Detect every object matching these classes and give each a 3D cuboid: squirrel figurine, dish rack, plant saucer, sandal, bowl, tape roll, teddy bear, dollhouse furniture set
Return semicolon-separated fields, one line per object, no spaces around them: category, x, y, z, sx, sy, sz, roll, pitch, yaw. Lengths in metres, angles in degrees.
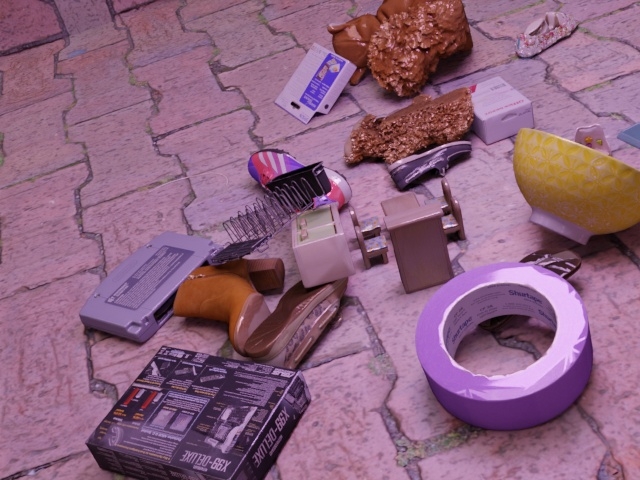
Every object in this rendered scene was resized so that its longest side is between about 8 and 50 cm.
squirrel figurine;0.208;-0.560;2.372;0.370;0.281;0.397;-17;31;12
dish rack;-0.113;-0.050;1.801;0.271;0.074;0.208;-41;14;-29
plant saucer;0.720;-0.206;1.871;0.067;0.018;0.192;-26;35;-13
sandal;0.371;0.093;1.573;0.219;0.060;0.090;-41;43;-8
bowl;0.477;-0.084;1.654;0.289;0.289;0.156;30;99;47
tape roll;0.297;0.167;1.427;0.275;0.090;0.275;-14;44;13
teddy bear;0.209;-0.259;2.099;0.338;0.113;0.245;-19;24;11
dollhouse furniture set;0.174;-0.039;1.741;0.212;0.161;0.242;-17;34;1

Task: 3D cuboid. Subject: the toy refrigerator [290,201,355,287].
toy refrigerator;0.000;0.000;1.748;0.102;0.094;0.269;-16;16;2

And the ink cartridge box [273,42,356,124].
ink cartridge box;-0.017;-0.428;2.428;0.208;0.045;0.206;-55;39;6

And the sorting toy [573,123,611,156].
sorting toy;0.578;-0.214;1.890;0.083;0.075;0.045;-8;36;11

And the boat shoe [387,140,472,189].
boat shoe;0.256;-0.169;1.998;0.206;0.075;0.065;-19;77;-12

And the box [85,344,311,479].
box;-0.205;0.305;1.497;0.307;0.076;0.242;5;40;29

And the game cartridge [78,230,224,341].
game cartridge;-0.364;0.093;1.885;0.198;0.062;0.297;7;41;37

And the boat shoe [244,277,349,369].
boat shoe;-0.032;0.151;1.647;0.104;0.089;0.285;-6;29;46

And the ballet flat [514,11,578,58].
ballet flat;0.614;-0.571;2.373;0.241;0.077;0.091;-37;38;-27

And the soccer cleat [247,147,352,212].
soccer cleat;-0.075;-0.128;2.028;0.318;0.109;0.116;22;54;39

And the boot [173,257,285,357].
boot;-0.197;0.136;1.724;0.211;0.104;0.295;-10;30;19

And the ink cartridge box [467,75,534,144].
ink cartridge box;0.412;-0.311;2.099;0.127;0.072;0.175;-20;35;-5
